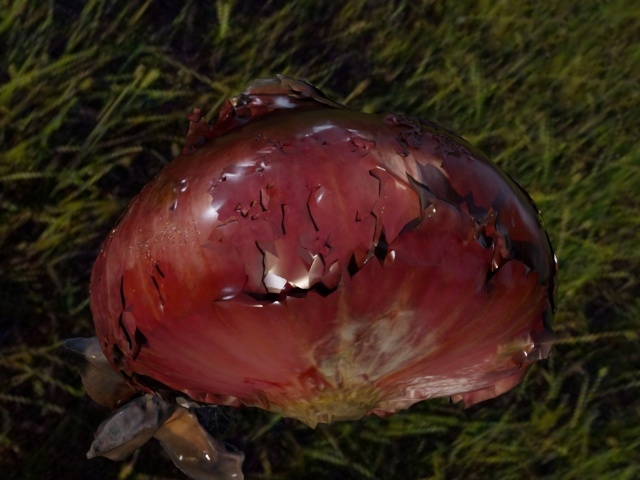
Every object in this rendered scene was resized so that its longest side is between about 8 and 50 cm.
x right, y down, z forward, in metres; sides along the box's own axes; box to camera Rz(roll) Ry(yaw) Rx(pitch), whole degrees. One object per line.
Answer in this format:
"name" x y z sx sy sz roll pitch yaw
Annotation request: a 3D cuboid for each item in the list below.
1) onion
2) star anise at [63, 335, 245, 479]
"onion" 0.000 0.000 0.391 0.184 0.184 0.147 5 70 -44
"star anise" -0.134 0.126 0.836 0.208 0.063 0.172 39 24 -45
